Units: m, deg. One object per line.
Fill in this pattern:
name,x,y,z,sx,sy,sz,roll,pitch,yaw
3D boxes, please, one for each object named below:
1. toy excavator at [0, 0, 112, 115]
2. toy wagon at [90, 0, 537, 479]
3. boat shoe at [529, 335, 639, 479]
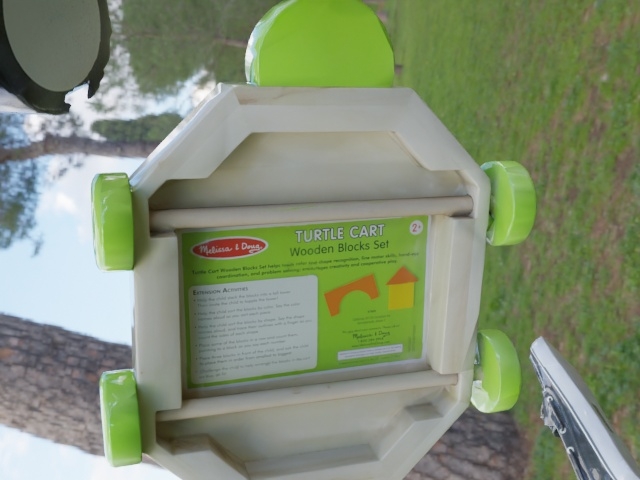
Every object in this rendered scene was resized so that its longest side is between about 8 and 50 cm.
toy excavator,-0.281,-0.239,0.333,0.445,0.222,0.433,70,-148,-48
toy wagon,0.000,0.000,0.471,0.068,0.267,0.344,-143,52,-66
boat shoe,0.184,0.130,0.569,0.040,0.049,0.142,-41,38,17
